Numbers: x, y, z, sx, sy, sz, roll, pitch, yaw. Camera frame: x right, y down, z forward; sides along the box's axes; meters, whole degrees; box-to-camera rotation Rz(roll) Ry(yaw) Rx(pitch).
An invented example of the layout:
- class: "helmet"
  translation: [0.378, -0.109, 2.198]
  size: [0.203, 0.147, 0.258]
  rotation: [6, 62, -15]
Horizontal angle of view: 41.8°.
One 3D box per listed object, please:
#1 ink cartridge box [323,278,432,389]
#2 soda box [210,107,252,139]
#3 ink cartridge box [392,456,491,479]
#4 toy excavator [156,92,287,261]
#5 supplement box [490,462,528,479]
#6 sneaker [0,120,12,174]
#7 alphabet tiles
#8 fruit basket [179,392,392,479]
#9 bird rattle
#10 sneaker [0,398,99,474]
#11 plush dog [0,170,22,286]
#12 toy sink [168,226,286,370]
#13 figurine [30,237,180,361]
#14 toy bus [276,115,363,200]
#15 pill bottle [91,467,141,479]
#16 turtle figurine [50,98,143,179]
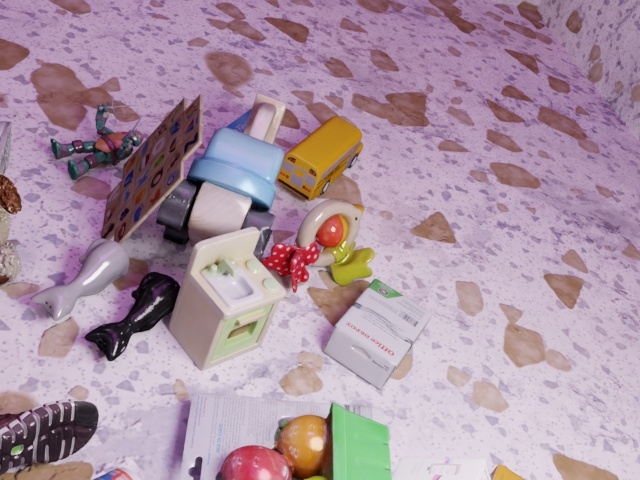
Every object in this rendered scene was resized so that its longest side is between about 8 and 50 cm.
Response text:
- class: "ink cartridge box"
  translation: [0.122, 0.194, 1.772]
  size: [0.153, 0.087, 0.208]
  rotation: [33, 37, 11]
- class: "soda box"
  translation: [-0.206, -0.264, 2.163]
  size: [0.071, 0.067, 0.210]
  rotation: [30, 38, 9]
- class: "ink cartridge box"
  translation: [0.233, 0.437, 1.437]
  size: [0.198, 0.115, 0.067]
  rotation: [-6, 26, 30]
- class: "toy excavator"
  translation: [-0.165, -0.168, 1.864]
  size: [0.222, 0.433, 0.445]
  rotation: [22, 78, -2]
- class: "supplement box"
  translation: [0.305, 0.510, 1.500]
  size: [0.078, 0.080, 0.233]
  rotation: [33, 40, 10]
- class: "sneaker"
  translation: [-0.717, -0.184, 1.788]
  size: [0.094, 0.090, 0.235]
  rotation: [5, 39, -9]
- class: "alphabet tiles"
  translation: [-0.350, -0.142, 1.736]
  size: [0.011, 0.342, 0.285]
  rotation: [32, 30, -31]
- class: "fruit basket"
  translation: [-0.058, 0.404, 1.407]
  size: [0.353, 0.165, 0.327]
  rotation: [2, 40, -3]
- class: "bird rattle"
  translation: [0.000, 0.000, 1.863]
  size: [0.253, 0.207, 0.143]
  rotation: [6, 22, -36]
- class: "sneaker"
  translation: [-0.500, 0.286, 1.322]
  size: [0.162, 0.106, 0.281]
  rotation: [22, 16, 31]
- class: "plush dog"
  translation: [-0.656, -0.068, 1.559]
  size: [0.262, 0.225, 0.211]
  rotation: [18, 38, -7]
- class: "toy sink"
  translation: [-0.170, 0.113, 1.594]
  size: [0.152, 0.234, 0.131]
  rotation: [-18, 53, -42]
- class: "figurine"
  translation: [-0.408, 0.114, 1.595]
  size: [0.215, 0.092, 0.209]
  rotation: [32, 42, 11]
- class: "toy bus"
  translation: [0.011, -0.221, 2.176]
  size: [0.108, 0.130, 0.333]
  rotation: [32, 38, 10]
- class: "pill bottle"
  translation: [-0.358, 0.426, 1.207]
  size: [0.221, 0.124, 0.124]
  rotation: [-18, 54, -42]
- class: "turtle figurine"
  translation: [-0.487, -0.226, 1.931]
  size: [0.234, 0.118, 0.175]
  rotation: [-30, 46, -29]
